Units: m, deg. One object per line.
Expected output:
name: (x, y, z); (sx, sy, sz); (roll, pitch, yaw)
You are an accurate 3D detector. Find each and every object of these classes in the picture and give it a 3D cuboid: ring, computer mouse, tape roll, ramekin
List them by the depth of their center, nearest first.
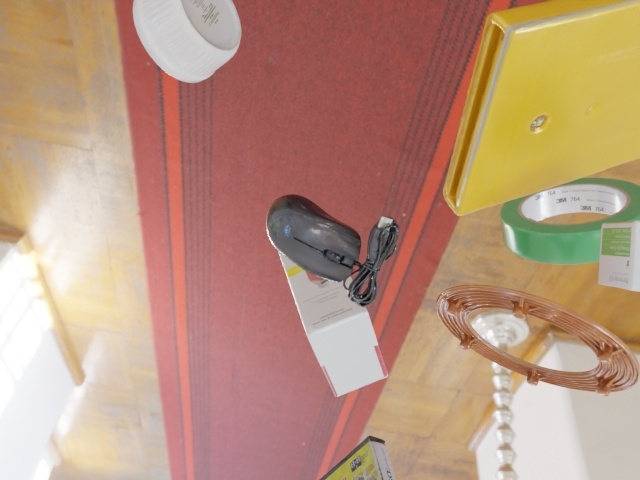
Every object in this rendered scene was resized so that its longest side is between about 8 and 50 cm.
ring: (0.349, 0.178, 0.963); (0.336, 0.032, 0.337); (24, 157, 11)
computer mouse: (0.000, 0.000, 1.091); (0.272, 0.072, 0.189); (26, 111, 19)
ramekin: (-0.250, -0.428, 1.124); (0.108, 0.207, 0.207); (-15, 131, 34)
tape roll: (0.585, -0.052, 1.322); (0.320, 0.321, 0.077); (-8, 113, 15)

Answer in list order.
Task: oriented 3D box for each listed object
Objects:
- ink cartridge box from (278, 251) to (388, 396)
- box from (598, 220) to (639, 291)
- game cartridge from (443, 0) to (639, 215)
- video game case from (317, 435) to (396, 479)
ink cartridge box: (0.025, 0.177, 1.560); (0.160, 0.385, 0.279); (-22, 130, -1)
box: (0.424, 0.021, 0.727); (0.101, 0.101, 0.087); (2, 91, 4)
game cartridge: (0.325, -0.178, 0.714); (0.323, 0.053, 0.285); (-18, 144, -14)
video game case: (0.020, 0.441, 0.749); (0.035, 0.248, 0.275); (26, 117, -30)
